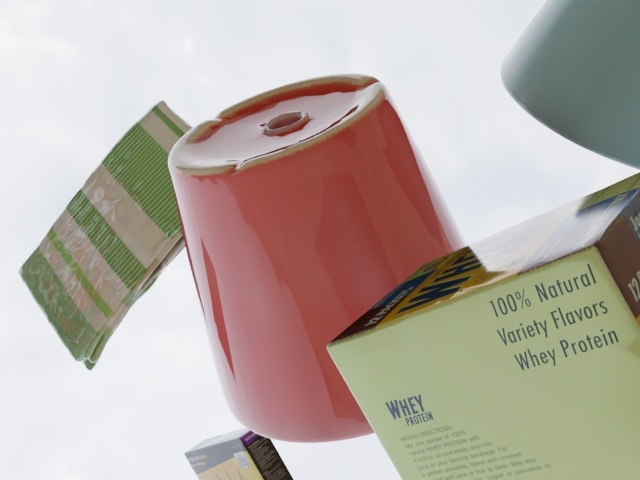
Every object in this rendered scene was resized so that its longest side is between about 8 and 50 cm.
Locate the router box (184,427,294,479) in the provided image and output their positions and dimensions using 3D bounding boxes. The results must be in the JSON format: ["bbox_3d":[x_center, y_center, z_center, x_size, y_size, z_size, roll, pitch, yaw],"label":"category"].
[{"bbox_3d":[-0.108,0.335,1.278,0.046,0.179,0.133,-29,-90,-38],"label":"router box"}]

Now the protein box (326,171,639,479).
[{"bbox_3d":[0.153,0.096,0.570,0.136,0.200,0.201,-35,-83,-49],"label":"protein box"}]

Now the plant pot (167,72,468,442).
[{"bbox_3d":[0.000,0.000,0.809,0.275,0.243,0.275,-16,-156,7],"label":"plant pot"}]

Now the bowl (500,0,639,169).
[{"bbox_3d":[0.349,-0.198,0.887,0.312,0.163,0.311,9,-145,-6],"label":"bowl"}]

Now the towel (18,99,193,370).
[{"bbox_3d":[-0.262,-0.019,1.217,0.324,0.038,0.248,-52,-133,4],"label":"towel"}]
